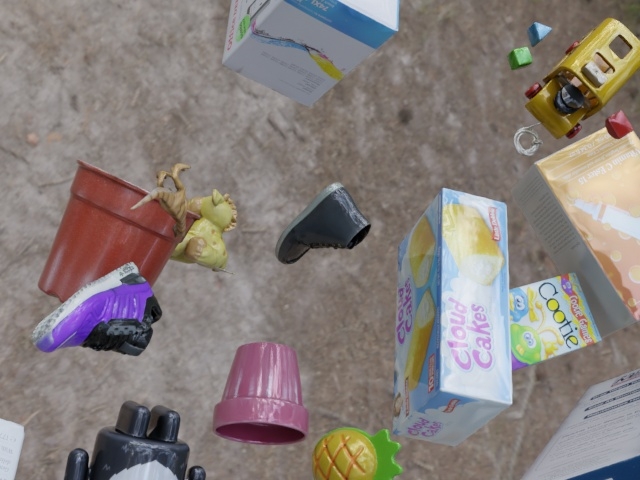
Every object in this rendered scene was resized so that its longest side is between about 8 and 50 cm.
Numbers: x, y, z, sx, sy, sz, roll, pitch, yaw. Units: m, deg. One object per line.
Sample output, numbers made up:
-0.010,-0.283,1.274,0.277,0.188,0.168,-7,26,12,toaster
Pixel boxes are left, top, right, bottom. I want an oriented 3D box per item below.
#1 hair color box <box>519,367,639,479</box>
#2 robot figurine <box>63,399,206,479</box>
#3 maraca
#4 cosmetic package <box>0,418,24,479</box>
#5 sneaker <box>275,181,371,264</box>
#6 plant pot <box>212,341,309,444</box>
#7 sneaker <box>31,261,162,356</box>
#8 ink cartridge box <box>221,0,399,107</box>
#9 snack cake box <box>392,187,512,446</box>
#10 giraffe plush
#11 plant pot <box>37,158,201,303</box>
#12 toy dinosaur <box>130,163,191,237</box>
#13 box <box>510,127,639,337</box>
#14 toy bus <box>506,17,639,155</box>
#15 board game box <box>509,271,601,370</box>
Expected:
0.371,0.252,1.109,0.347,0.174,0.105,-25,85,-56,hair color box
-0.327,0.430,1.644,0.173,0.209,0.278,44,58,-76,robot figurine
0.064,0.402,1.685,0.099,0.186,0.127,19,62,-58,maraca
-0.569,0.418,1.261,0.217,0.156,0.385,34,45,-41,cosmetic package
0.000,0.000,1.852,0.083,0.222,0.118,-13,60,-51,sneaker
-0.119,0.316,1.936,0.201,0.201,0.180,20,61,-33,plant pot
-0.360,0.143,1.591,0.146,0.102,0.293,53,27,-1,sneaker
-0.017,-0.410,1.642,0.197,0.270,0.198,21,56,-27,ink cartridge box
0.154,0.092,1.108,0.089,0.152,0.264,13,57,-13,snack cake box
-0.262,-0.029,2.100,0.210,0.181,0.170,17,81,-16,giraffe plush
-0.419,0.013,1.860,0.272,0.272,0.265,27,87,-29,plant pot
-0.238,-0.067,1.481,0.211,0.064,0.112,64,20,-68,toy dinosaur
0.562,-0.023,1.789,0.215,0.168,0.345,-28,79,-12,box
0.387,-0.233,1.371,0.191,0.104,0.202,0,80,-11,toy bus
0.357,0.167,1.721,0.275,0.142,0.144,-12,77,-33,board game box
